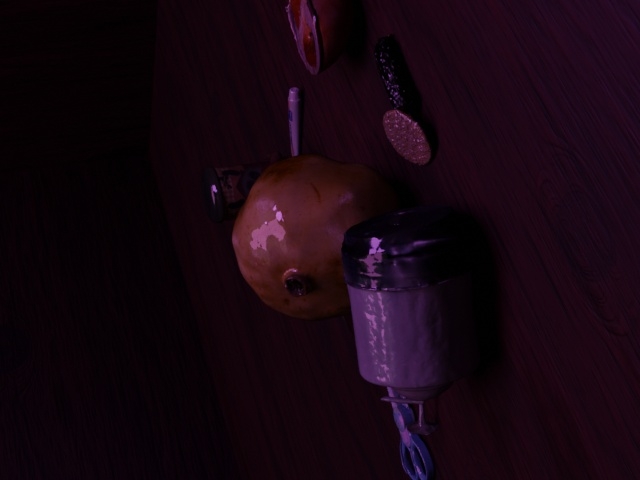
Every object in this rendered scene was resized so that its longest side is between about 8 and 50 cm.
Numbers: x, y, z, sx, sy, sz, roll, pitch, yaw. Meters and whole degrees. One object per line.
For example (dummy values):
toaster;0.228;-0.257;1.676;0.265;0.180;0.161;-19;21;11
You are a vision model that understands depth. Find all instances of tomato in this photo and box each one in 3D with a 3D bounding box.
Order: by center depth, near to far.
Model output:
tomato;0.007;-0.442;1.907;0.199;0.112;0.228;112;144;-70

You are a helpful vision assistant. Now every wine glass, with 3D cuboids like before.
wine glass;0.189;0.262;1.811;0.066;0.066;0.198;-151;55;-67

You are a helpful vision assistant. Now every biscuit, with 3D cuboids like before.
biscuit;0.153;-0.180;1.686;0.120;0.015;0.120;42;159;21

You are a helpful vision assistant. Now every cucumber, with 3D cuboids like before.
cucumber;0.133;-0.290;1.716;0.053;0.053;0.181;114;145;-59

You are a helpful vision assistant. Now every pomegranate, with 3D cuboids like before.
pomegranate;0.000;0.000;1.799;0.332;0.333;0.332;170;90;-71

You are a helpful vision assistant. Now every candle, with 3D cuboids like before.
candle;0.157;0.124;1.597;0.221;0.221;0.342;-157;55;-68

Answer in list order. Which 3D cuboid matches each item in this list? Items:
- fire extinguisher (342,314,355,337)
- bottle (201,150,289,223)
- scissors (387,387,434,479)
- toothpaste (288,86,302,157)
fire extinguisher;0.085;0.115;1.963;0.341;0.105;0.141;-125;30;-57
bottle;-0.135;-0.130;2.225;0.143;0.271;0.156;-119;25;-47
scissors;0.171;0.365;1.956;0.125;0.030;0.256;141;115;-70
toothpaste;-0.061;-0.270;2.324;0.052;0.033;0.218;-114;19;-47
